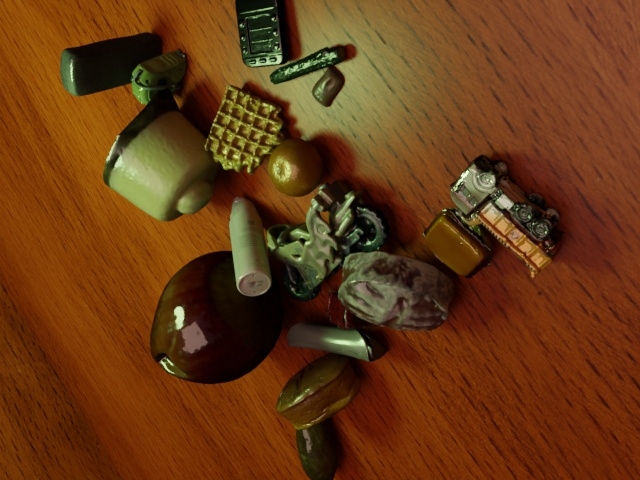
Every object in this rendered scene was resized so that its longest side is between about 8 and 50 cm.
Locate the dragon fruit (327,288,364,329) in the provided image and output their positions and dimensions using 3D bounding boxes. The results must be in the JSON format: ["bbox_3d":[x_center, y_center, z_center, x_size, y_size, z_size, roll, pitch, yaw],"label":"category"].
[{"bbox_3d":[0.085,0.200,1.733,0.147,0.096,0.102,-154,61,-65],"label":"dragon fruit"}]

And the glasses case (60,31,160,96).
[{"bbox_3d":[-0.609,-0.520,1.786,0.074,0.323,0.131,32,130,21],"label":"glasses case"}]

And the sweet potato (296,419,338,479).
[{"bbox_3d":[-0.019,0.610,1.980,0.130,0.130,0.423,1,102,38],"label":"sweet potato"}]

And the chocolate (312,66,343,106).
[{"bbox_3d":[0.016,-0.389,1.547,0.064,0.031,0.101,48,130,5],"label":"chocolate"}]

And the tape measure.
[{"bbox_3d":[-0.490,-0.475,1.824,0.087,0.177,0.154,43,142,19],"label":"tape measure"}]

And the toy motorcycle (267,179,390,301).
[{"bbox_3d":[0.000,0.000,1.654,0.237,0.168,0.410,51,127,0],"label":"toy motorcycle"}]

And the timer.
[{"bbox_3d":[-0.150,-0.553,1.592,0.144,0.055,0.187,6,109,35],"label":"timer"}]

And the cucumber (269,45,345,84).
[{"bbox_3d":[-0.043,-0.446,1.556,0.256,0.044,0.043,-6,61,42],"label":"cucumber"}]

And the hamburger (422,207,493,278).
[{"bbox_3d":[0.334,0.000,1.429,0.166,0.087,0.137,47,138,11],"label":"hamburger"}]

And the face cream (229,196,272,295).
[{"bbox_3d":[-0.208,0.006,1.750,0.346,0.102,0.102,-105,28,-48],"label":"face cream"}]

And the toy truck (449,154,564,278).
[{"bbox_3d":[0.411,-0.058,1.333,0.270,0.114,0.135,45,126,10],"label":"toy truck"}]

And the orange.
[{"bbox_3d":[-0.060,-0.195,1.624,0.159,0.136,0.159,15,111,44],"label":"orange"}]

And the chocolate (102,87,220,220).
[{"bbox_3d":[-0.443,-0.221,1.832,0.297,0.326,0.314,31,154,-4],"label":"chocolate"}]

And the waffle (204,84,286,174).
[{"bbox_3d":[-0.199,-0.292,1.698,0.219,0.057,0.229,25,101,18],"label":"waffle"}]

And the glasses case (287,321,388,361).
[{"bbox_3d":[0.051,0.290,1.781,0.308,0.128,0.083,3,86,38],"label":"glasses case"}]

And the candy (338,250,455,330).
[{"bbox_3d":[0.187,0.132,1.516,0.289,0.157,0.214,17,147,1],"label":"candy"}]

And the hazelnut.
[{"bbox_3d":[-0.310,0.216,1.815,0.402,0.429,0.402,9,122,14],"label":"hazelnut"}]

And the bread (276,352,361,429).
[{"bbox_3d":[-0.009,0.446,1.823,0.269,0.195,0.143,-33,98,11],"label":"bread"}]
